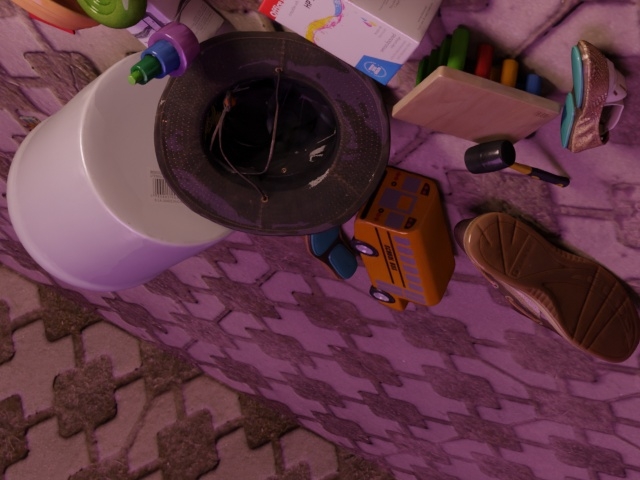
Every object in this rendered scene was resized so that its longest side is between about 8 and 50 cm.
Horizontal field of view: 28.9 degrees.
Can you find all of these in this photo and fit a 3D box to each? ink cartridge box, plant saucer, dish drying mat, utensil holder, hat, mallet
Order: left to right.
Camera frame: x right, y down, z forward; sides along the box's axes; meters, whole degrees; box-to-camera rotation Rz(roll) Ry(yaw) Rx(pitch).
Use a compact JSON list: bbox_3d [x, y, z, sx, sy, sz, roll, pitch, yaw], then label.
[{"bbox_3d":[-0.393,-0.353,1.730,0.200,0.037,0.200,32,-163,-11],"label":"plant saucer"},{"bbox_3d":[-0.429,-0.352,1.978,0.083,0.008,0.032,23,159,13],"label":"dish drying mat"},{"bbox_3d":[-0.290,-0.107,1.968,0.328,0.327,0.385,33,156,-18],"label":"utensil holder"},{"bbox_3d":[-0.226,-0.320,1.724,0.150,0.063,0.109,40,155,-29],"label":"ink cartridge box"},{"bbox_3d":[-0.064,-0.161,1.774,0.331,0.331,0.134,29,-160,-6],"label":"hat"},{"bbox_3d":[0.014,-0.294,1.477,0.231,0.078,0.134,29,160,-6],"label":"ink cartridge box"},{"bbox_3d":[0.261,-0.093,1.642,0.062,0.039,0.190,-7,165,37],"label":"mallet"}]

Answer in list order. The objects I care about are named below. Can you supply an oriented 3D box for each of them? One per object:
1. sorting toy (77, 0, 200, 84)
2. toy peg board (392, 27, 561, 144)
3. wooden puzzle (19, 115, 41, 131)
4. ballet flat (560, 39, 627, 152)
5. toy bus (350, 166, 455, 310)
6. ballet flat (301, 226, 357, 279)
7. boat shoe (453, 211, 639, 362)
[{"bbox_3d":[-0.328,-0.326,1.610,0.365,0.126,0.127,42,141,4],"label":"sorting toy"},{"bbox_3d":[0.195,-0.190,1.541,0.161,0.079,0.161,15,164,-14],"label":"toy peg board"},{"bbox_3d":[-0.561,-0.227,2.445,0.083,0.006,0.049,8,153,42],"label":"wooden puzzle"},{"bbox_3d":[0.321,-0.170,1.447,0.067,0.073,0.206,-4,158,4],"label":"ballet flat"},{"bbox_3d":[0.139,0.010,2.027,0.130,0.108,0.332,17,157,21],"label":"toy bus"},{"bbox_3d":[0.000,0.000,2.220,0.073,0.080,0.232,32,164,31],"label":"ballet flat"},{"bbox_3d":[0.347,0.070,1.925,0.342,0.123,0.123,32,173,-15],"label":"boat shoe"}]
